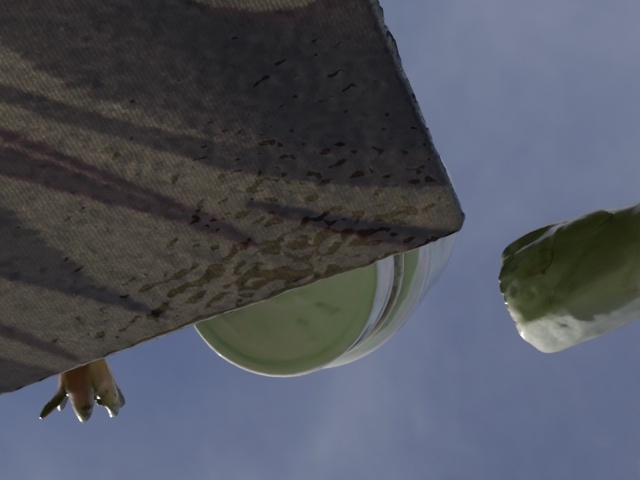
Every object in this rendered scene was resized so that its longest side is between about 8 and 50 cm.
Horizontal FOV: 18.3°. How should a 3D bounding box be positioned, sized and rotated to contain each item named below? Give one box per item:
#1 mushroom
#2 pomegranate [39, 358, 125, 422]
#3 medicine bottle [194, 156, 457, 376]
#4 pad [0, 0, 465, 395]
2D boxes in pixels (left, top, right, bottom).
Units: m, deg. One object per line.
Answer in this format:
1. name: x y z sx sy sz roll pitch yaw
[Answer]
1. mushroom: 0.210 0.005 1.223 0.223 0.092 0.081 -23 -96 43
2. pomegranate: -0.182 0.044 1.430 0.129 0.159 0.129 1 -144 -1
3. medicine bottle: 0.000 0.000 1.417 0.170 0.293 0.170 2 -81 12
4. pad: -0.103 -0.065 0.529 0.220 0.330 0.004 -20 -132 7
